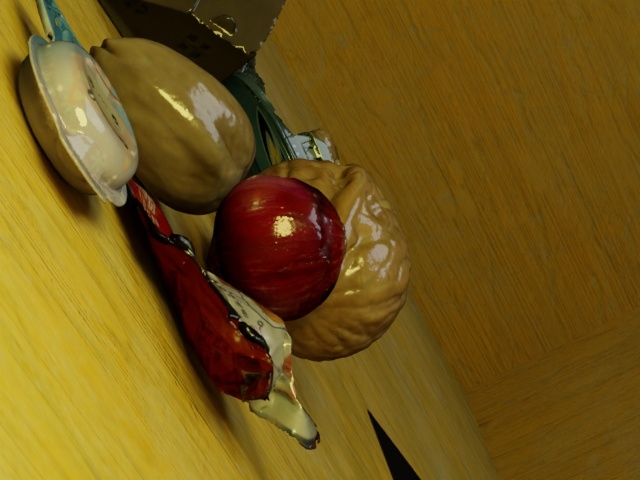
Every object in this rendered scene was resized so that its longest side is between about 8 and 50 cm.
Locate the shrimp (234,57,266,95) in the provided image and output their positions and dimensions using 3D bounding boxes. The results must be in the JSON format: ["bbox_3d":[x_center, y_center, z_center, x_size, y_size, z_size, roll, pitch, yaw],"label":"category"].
[{"bbox_3d":[-0.107,-0.184,2.205,0.445,0.085,0.272,-113,180,-72],"label":"shrimp"}]

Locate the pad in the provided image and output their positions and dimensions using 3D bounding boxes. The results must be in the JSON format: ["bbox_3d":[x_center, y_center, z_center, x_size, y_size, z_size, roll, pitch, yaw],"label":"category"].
[{"bbox_3d":[0.132,0.352,2.264,0.265,0.009,0.159,56,10,-45],"label":"pad"}]

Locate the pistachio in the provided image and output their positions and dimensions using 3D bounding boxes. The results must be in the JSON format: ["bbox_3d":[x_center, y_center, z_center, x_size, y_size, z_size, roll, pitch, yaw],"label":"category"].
[{"bbox_3d":[-0.129,-0.102,1.444,0.185,0.108,0.126,53,-14,-26],"label":"pistachio"}]

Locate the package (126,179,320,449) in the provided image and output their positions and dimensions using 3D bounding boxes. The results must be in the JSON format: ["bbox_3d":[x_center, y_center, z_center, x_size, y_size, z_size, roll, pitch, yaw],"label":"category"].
[{"bbox_3d":[-0.090,0.049,1.326,0.269,0.071,0.194,46,-17,33],"label":"package"}]

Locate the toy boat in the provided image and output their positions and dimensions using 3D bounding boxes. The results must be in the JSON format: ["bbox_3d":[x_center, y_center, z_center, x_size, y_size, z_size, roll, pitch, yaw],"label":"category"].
[{"bbox_3d":[-0.044,-0.045,1.789,0.114,0.122,0.296,-29,-100,57],"label":"toy boat"}]

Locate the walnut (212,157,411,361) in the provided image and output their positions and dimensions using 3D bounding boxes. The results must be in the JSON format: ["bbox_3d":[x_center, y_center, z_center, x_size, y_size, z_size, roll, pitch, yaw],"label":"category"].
[{"bbox_3d":[-0.009,0.020,1.589,0.213,0.213,0.213,63,6,-11],"label":"walnut"}]

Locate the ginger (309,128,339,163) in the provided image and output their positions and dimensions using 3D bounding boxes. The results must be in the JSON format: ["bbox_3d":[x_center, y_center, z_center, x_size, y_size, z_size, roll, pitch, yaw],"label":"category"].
[{"bbox_3d":[-0.020,-0.052,2.200,0.081,0.148,0.333,24,29,-10],"label":"ginger"}]

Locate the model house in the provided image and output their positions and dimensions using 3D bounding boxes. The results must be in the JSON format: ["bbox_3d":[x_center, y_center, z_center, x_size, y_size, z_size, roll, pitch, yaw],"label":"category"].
[{"bbox_3d":[-0.165,-0.303,1.775,0.243,0.211,0.204,34,-30,-16],"label":"model house"}]

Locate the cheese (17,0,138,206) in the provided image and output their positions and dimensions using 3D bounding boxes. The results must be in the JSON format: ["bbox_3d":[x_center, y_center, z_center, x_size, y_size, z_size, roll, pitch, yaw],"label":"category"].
[{"bbox_3d":[-0.179,-0.105,1.236,0.135,0.052,0.244,60,7,-30],"label":"cheese"}]

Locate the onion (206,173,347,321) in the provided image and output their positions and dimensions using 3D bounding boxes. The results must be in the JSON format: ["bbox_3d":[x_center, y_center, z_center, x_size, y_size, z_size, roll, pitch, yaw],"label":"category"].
[{"bbox_3d":[-0.038,0.006,1.429,0.131,0.131,0.131,63,6,-11],"label":"onion"}]

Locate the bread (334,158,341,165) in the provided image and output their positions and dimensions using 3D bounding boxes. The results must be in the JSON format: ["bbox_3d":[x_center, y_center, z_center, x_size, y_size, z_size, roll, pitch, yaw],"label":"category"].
[{"bbox_3d":[0.000,0.000,1.926,0.127,0.147,0.152,67,9,14],"label":"bread"}]
